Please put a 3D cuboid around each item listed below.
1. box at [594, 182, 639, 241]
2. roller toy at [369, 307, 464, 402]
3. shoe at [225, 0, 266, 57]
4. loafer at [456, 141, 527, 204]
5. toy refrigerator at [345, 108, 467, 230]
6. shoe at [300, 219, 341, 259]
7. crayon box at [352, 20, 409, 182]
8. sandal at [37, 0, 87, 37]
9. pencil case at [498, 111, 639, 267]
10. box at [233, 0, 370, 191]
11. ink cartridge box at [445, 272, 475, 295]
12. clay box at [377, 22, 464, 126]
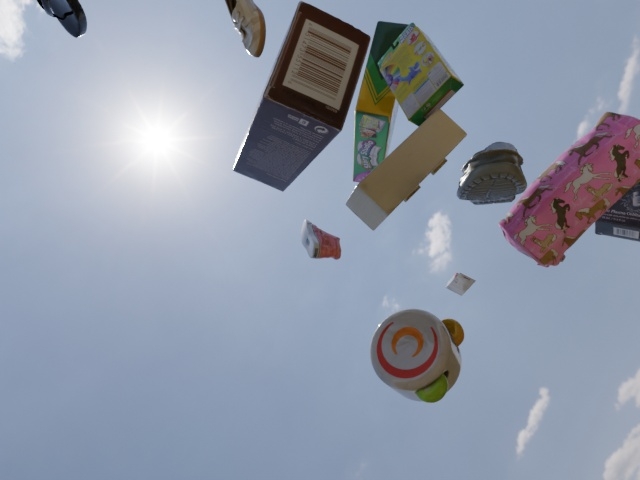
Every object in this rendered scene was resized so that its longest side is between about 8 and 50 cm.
[{"bbox_3d":[0.879,-0.088,1.197,0.093,0.156,0.158,42,-110,-48],"label":"box"},{"bbox_3d":[0.226,0.268,1.004,0.146,0.191,0.209,47,-125,-45],"label":"roller toy"},{"bbox_3d":[-0.160,-0.455,0.852,0.058,0.076,0.219,-6,-113,-28],"label":"shoe"},{"bbox_3d":[0.254,-0.106,0.648,0.251,0.094,0.087,2,-96,-71],"label":"loafer"},{"bbox_3d":[0.183,-0.147,0.897,0.094,0.102,0.269,44,-111,4],"label":"toy refrigerator"},{"bbox_3d":[0.000,0.000,1.160,0.081,0.178,0.063,8,-66,-18],"label":"shoe"},{"bbox_3d":[0.177,-0.389,1.278,0.363,0.106,0.313,81,-159,-68],"label":"crayon box"},{"bbox_3d":[-0.480,-0.455,0.723,0.054,0.097,0.254,-48,-9,-20],"label":"sandal"},{"bbox_3d":[0.614,-0.117,1.016,0.167,0.160,0.386,30,-73,-35],"label":"pencil case"},{"bbox_3d":[-0.059,-0.249,0.841,0.143,0.381,0.191,20,-105,-13],"label":"box"},{"bbox_3d":[0.489,0.144,1.481,0.029,0.063,0.115,-58,-8,-34],"label":"ink cartridge box"},{"bbox_3d":[0.217,-0.378,0.964,0.053,0.222,0.127,15,-45,-38],"label":"clay box"}]
